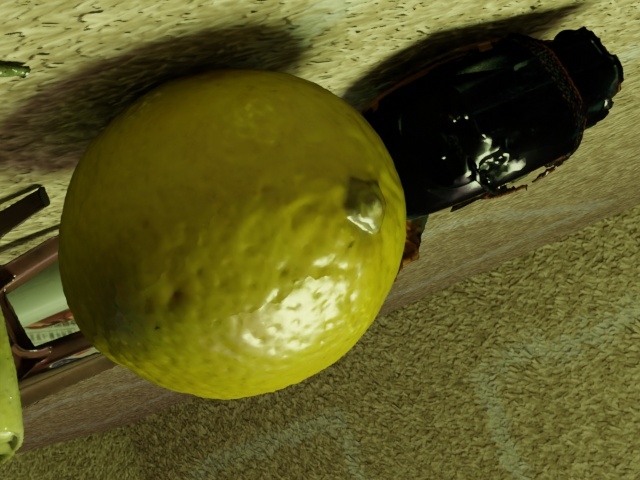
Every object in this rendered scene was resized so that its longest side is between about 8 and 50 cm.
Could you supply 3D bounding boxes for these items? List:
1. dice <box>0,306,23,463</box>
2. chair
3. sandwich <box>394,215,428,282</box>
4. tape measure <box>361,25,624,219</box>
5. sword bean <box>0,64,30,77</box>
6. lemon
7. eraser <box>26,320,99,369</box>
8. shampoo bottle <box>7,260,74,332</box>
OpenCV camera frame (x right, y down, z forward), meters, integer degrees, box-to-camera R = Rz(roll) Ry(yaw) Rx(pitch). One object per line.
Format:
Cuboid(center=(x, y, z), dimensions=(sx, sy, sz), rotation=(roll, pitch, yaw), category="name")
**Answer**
Cuboid(center=(-0.356, 0.083, 0.953), dimensions=(0.238, 0.226, 0.233), rotation=(-16, 170, -24), category="dice")
Cuboid(center=(-0.327, 0.092, 1.243), dimensions=(0.326, 0.175, 0.183), rotation=(-28, 178, 12), category="chair")
Cuboid(center=(0.003, -0.011, 1.268), dimensions=(0.109, 0.212, 0.292), rotation=(-8, -169, 29), category="sandwich")
Cuboid(center=(0.136, -0.096, 1.189), dimensions=(0.202, 0.135, 0.223), rotation=(-25, 179, -28), category="tape measure")
Cuboid(center=(-0.208, -0.107, 0.823), dimensions=(0.012, 0.012, 0.083), rotation=(-24, 171, 26), category="sword bean")
Cuboid(center=(-0.067, -0.005, 0.997), dimensions=(0.267, 0.267, 0.267), rotation=(-19, 171, -3), category="lemon")
Cuboid(center=(-0.340, 0.112, 1.598), dimensions=(0.124, 0.081, 0.279), rotation=(-25, 169, 28), category="eraser")
Cuboid(center=(-0.288, 0.056, 1.408), dimensions=(0.284, 0.071, 0.153), rotation=(-20, 172, 2), category="shampoo bottle")
